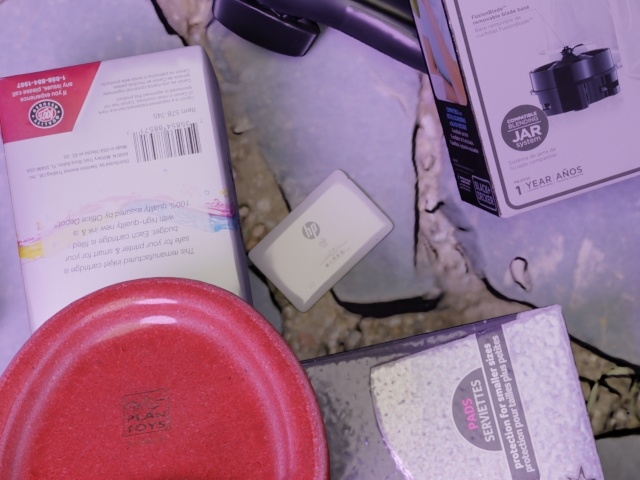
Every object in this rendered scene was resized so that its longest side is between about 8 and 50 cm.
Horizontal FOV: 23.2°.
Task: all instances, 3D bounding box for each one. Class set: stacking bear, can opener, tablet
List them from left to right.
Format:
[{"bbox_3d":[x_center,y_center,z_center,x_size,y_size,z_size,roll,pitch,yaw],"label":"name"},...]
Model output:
[{"bbox_3d":[-0.068,0.167,0.862,0.175,0.289,0.164,-9,51,2],"label":"stacking bear"},{"bbox_3d":[0.000,0.000,1.010,0.083,0.006,0.054,-44,85,-4],"label":"tablet"},{"bbox_3d":[0.024,-0.148,1.008,0.186,0.073,0.059,19,47,-1],"label":"can opener"}]

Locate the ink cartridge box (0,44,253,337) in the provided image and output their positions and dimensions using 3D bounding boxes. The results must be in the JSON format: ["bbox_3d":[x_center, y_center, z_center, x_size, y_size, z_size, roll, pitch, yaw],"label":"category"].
[{"bbox_3d":[-0.114,-0.013,0.951,0.128,0.127,0.176,-9,84,-1],"label":"ink cartridge box"}]

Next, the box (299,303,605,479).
[{"bbox_3d":[0.091,0.175,0.922,0.163,0.142,0.247,-13,84,0],"label":"box"}]

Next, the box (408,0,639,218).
[{"bbox_3d":[0.136,-0.177,0.937,0.169,0.087,0.290,-19,102,-8],"label":"box"}]
